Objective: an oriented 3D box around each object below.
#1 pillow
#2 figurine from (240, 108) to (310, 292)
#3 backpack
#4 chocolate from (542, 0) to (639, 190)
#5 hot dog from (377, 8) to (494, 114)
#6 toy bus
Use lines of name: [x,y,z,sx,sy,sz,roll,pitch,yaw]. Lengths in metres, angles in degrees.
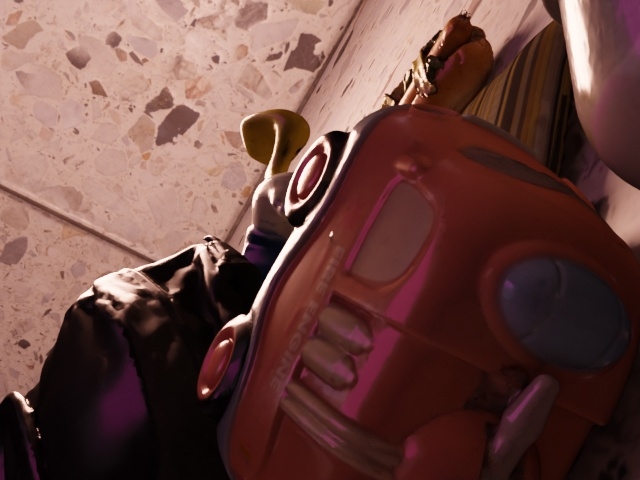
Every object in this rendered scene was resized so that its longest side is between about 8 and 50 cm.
pillow: [0.154,-0.074,0.786,0.212,0.052,0.208,132,159,-61]
figurine: [-0.071,0.060,1.030,0.284,0.204,0.338,97,-162,-44]
backpack: [-0.150,0.218,0.763,0.363,0.254,0.446,52,125,43]
chocolate: [0.183,-0.089,0.422,0.221,0.221,0.147,168,109,-76]
hot dog: [0.116,-0.154,1.078,0.270,0.072,0.109,-58,28,33]
toy bus: [0.064,0.066,0.532,0.288,0.194,0.232,-62,19,1]
